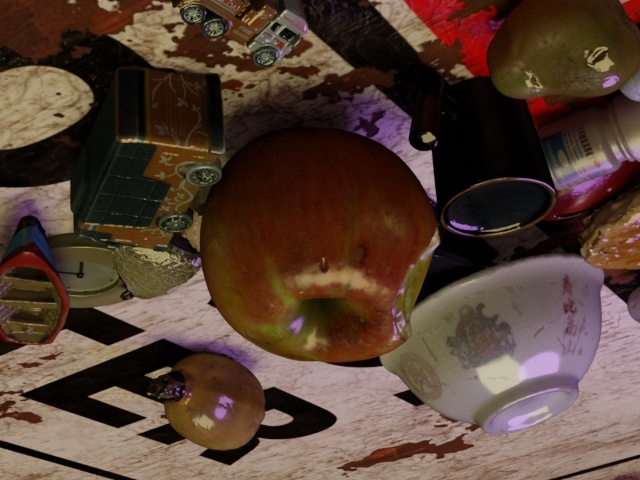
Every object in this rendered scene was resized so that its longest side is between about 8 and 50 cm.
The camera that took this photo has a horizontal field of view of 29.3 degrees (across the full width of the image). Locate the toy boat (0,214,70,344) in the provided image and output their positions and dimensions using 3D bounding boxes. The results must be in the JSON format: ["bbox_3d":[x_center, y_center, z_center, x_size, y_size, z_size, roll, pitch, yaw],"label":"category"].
[{"bbox_3d":[-0.471,0.074,1.975,0.136,0.079,0.392,4,152,-11],"label":"toy boat"}]

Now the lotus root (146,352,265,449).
[{"bbox_3d":[-0.229,0.311,2.425,0.183,0.182,0.310,-21,149,24],"label":"lotus root"}]

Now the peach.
[{"bbox_3d":[0.431,-0.097,1.939,0.189,0.068,0.279,1,151,-22],"label":"peach"}]

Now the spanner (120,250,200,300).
[{"bbox_3d":[-0.250,0.049,2.063,0.208,0.012,0.046,-28,156,13],"label":"spanner"}]

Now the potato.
[{"bbox_3d":[0.303,-0.242,1.549,0.194,0.157,0.157,-23,148,30],"label":"potato"}]

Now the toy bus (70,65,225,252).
[{"bbox_3d":[-0.242,-0.106,1.686,0.167,0.138,0.275,7,148,-21],"label":"toy bus"}]

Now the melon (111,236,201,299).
[{"bbox_3d":[-0.255,0.020,1.960,0.139,0.093,0.202,4,146,10],"label":"melon"}]

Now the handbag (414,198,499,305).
[{"bbox_3d":[0.127,0.066,2.119,0.303,0.122,0.329,-23,150,26],"label":"handbag"}]

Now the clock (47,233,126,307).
[{"bbox_3d":[-0.404,0.053,2.064,0.235,0.029,0.235,-4,152,-2],"label":"clock"}]

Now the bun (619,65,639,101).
[{"bbox_3d":[0.470,-0.243,1.660,0.141,0.083,0.141,-7,162,-2],"label":"bun"}]

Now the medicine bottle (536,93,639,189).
[{"bbox_3d":[0.407,-0.146,1.799,0.168,0.105,0.105,-22,149,25],"label":"medicine bottle"}]

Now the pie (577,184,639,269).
[{"bbox_3d":[0.586,-0.039,2.025,0.339,0.083,0.339,-13,157,-5],"label":"pie"}]

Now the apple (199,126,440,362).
[{"bbox_3d":[0.000,0.000,1.724,0.340,0.339,0.339,-6,152,-3],"label":"apple"}]

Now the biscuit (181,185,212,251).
[{"bbox_3d":[-0.084,-0.013,1.952,0.281,0.084,0.179,2,150,-18],"label":"biscuit"}]

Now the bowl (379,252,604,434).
[{"bbox_3d":[0.335,0.218,2.167,0.435,0.196,0.435,-15,153,-8],"label":"bowl"}]

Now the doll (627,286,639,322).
[{"bbox_3d":[0.814,0.071,2.258,0.376,0.187,0.365,-19,169,-29],"label":"doll"}]

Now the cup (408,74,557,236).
[{"bbox_3d":[0.224,-0.135,1.698,0.166,0.177,0.239,-14,152,14],"label":"cup"}]

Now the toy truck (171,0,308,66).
[{"bbox_3d":[-0.085,-0.289,1.444,0.115,0.080,0.178,-36,140,27],"label":"toy truck"}]
